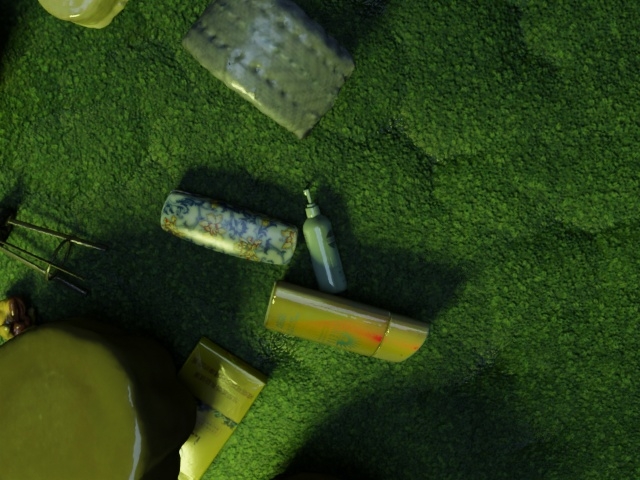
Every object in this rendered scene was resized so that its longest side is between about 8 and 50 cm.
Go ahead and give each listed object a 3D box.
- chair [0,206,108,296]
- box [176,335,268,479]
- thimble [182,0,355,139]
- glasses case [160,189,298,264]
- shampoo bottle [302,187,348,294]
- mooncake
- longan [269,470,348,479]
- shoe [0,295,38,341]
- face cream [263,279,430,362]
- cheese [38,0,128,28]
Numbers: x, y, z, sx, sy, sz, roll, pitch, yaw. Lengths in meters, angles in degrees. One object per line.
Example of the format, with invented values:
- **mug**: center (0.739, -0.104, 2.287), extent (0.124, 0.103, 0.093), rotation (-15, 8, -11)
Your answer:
- **chair**: center (-0.510, 0.018, 1.085), extent (0.221, 0.095, 0.104), rotation (24, 91, -3)
- **box**: center (-0.240, 0.337, 1.169), extent (0.153, 0.041, 0.279), rotation (34, 100, -6)
- **thimble**: center (-0.077, -0.293, 0.961), extent (0.245, 0.217, 0.157), rotation (37, 100, -13)
- **glasses case**: center (-0.163, -0.022, 1.088), extent (0.247, 0.065, 0.087), rotation (18, 99, -3)
- **shampoo bottle**: center (0.000, 0.000, 1.096), extent (0.056, 0.056, 0.195), rotation (-15, 101, 3)
- **mooncake**: center (-0.410, 0.323, 1.056), extent (0.378, 0.200, 0.379), rotation (-2, 83, 17)
- **longan**: center (0.002, 0.643, 1.068), extent (0.403, 0.404, 0.436), rotation (10, 74, -1)
- **shoe**: center (-0.560, 0.155, 1.122), extent (0.069, 0.072, 0.109), rotation (-33, 74, 35)
- **face cream**: center (0.044, 0.152, 1.098), extent (0.284, 0.067, 0.139), rotation (15, 143, -2)
- **cheese**: center (-0.385, -0.530, 0.977), extent (0.383, 0.104, 0.384), rotation (0, 101, 0)
